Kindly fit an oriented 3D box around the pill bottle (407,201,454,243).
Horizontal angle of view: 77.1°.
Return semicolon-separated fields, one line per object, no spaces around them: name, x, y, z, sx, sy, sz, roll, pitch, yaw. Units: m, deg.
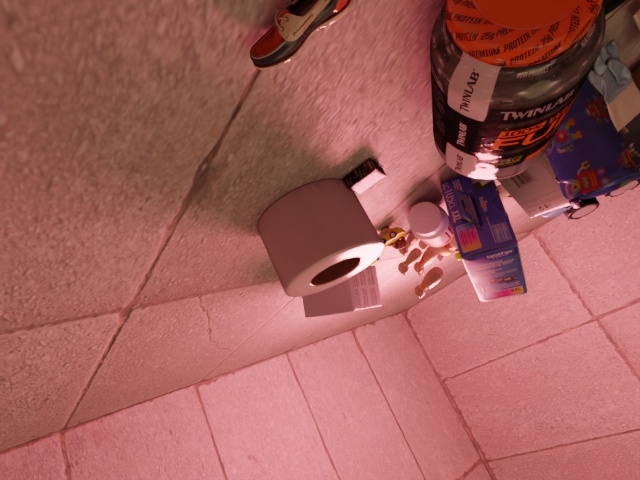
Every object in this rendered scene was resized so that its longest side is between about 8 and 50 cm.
pill bottle;0.356;-0.051;1.291;0.121;0.121;0.221;-33;158;17

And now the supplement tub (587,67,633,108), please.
supplement tub;0.613;-0.341;0.919;0.198;0.106;0.106;-20;159;-17

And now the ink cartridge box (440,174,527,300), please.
ink cartridge box;0.477;-0.022;1.177;0.151;0.269;0.395;-17;144;20

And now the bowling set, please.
bowling set;0.336;0.047;1.495;0.200;0.286;0.154;23;137;-5

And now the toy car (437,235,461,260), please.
toy car;0.531;0.016;1.647;0.149;0.154;0.188;-15;166;-29

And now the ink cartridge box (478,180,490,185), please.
ink cartridge box;0.453;-0.225;1.029;0.143;0.089;0.092;-32;159;18

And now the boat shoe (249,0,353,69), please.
boat shoe;-0.027;-0.247;0.451;0.137;0.049;0.043;-33;156;10

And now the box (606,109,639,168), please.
box;0.762;-0.282;1.054;0.183;0.232;0.059;-40;-178;41

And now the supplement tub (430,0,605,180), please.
supplement tub;0.271;-0.241;0.598;0.207;0.207;0.338;-30;160;8

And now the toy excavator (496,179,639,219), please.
toy excavator;0.716;-0.185;1.352;0.446;0.222;0.433;-1;151;-23

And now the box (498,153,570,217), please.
box;0.637;-0.182;1.145;0.119;0.182;0.181;-40;179;-13

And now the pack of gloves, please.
pack of gloves;0.658;-0.377;0.847;0.232;0.046;0.195;32;110;-34

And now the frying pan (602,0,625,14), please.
frying pan;0.502;-0.458;0.573;0.326;0.053;0.197;-42;156;31

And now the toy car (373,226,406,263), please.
toy car;0.166;0.033;1.369;0.239;0.053;0.225;-24;160;-5

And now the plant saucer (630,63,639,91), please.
plant saucer;0.942;-0.450;1.088;0.333;0.080;0.333;-11;155;-38

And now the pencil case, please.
pencil case;0.480;-0.219;0.776;0.120;0.305;0.133;-17;169;-23

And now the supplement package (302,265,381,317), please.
supplement package;0.071;0.173;1.379;0.194;0.149;0.203;-15;169;33

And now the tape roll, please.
tape roll;0.000;0.000;0.916;0.246;0.169;0.246;-23;159;-9

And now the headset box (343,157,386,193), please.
headset box;0.101;-0.143;0.886;0.083;0.032;0.062;-33;159;22
